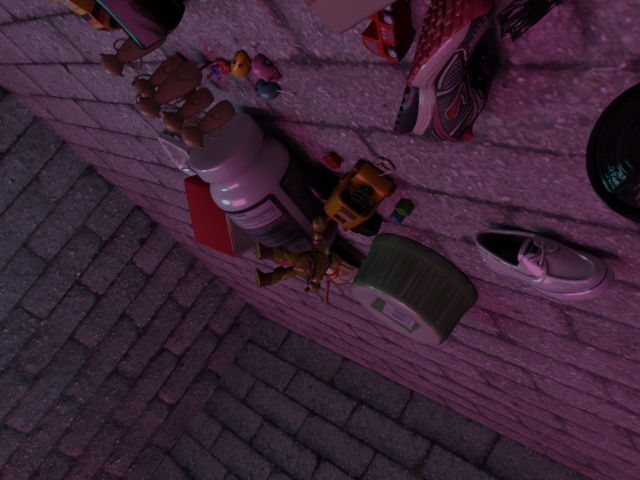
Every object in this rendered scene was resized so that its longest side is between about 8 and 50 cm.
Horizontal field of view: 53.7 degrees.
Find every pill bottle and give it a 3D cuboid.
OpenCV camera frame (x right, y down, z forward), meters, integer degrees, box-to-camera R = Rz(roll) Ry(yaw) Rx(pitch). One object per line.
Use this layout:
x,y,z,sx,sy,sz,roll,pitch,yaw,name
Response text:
-0.127,-0.113,1.491,0.210,0.210,0.363,18,156,45,pill bottle

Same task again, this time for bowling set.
-0.325,-0.308,1.378,0.287,0.154,0.200,48,171,-1,bowling set

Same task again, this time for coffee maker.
-0.338,-0.424,1.097,0.120,0.171,0.178,-6,141,42,coffee maker

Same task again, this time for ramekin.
0.225,0.133,1.597,0.303,0.148,0.303,32,164,10,ramekin

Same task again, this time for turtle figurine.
-0.040,0.064,1.466,0.087,0.217,0.270,-111,23,-48,turtle figurine

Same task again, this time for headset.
0.327,-0.091,0.622,0.185,0.243,0.394,-23,93,42,headset

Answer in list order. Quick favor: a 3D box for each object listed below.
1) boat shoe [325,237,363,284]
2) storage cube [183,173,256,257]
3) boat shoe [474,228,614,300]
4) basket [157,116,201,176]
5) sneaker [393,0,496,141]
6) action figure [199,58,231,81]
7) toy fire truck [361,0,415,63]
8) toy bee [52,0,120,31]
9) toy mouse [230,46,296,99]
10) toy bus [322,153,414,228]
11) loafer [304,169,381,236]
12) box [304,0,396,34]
0.000,0.000,1.789,0.302,0.109,0.098,45,126,-16,boat shoe
-0.224,-0.087,1.691,0.193,0.183,0.215,17,123,46,storage cube
0.378,0.035,1.109,0.084,0.095,0.258,41,162,-35,boat shoe
-0.346,-0.254,1.720,0.113,0.103,0.167,28,163,22,basket
0.170,-0.219,0.795,0.112,0.121,0.299,15,168,4,sneaker
-0.215,-0.354,1.311,0.115,0.030,0.038,7,144,54,action figure
0.050,-0.325,0.823,0.135,0.047,0.192,28,164,23,toy fire truck
-0.504,-0.502,1.225,0.298,0.162,0.195,39,165,-14,toy bee
-0.113,-0.310,1.219,0.143,0.031,0.161,36,164,-3,toy mouse
0.079,-0.089,1.336,0.191,0.104,0.202,22,160,38,toy bus
0.045,-0.081,1.477,0.223,0.076,0.078,38,155,-22,loafer
0.087,-0.322,0.585,0.121,0.148,0.311,42,161,-21,box
